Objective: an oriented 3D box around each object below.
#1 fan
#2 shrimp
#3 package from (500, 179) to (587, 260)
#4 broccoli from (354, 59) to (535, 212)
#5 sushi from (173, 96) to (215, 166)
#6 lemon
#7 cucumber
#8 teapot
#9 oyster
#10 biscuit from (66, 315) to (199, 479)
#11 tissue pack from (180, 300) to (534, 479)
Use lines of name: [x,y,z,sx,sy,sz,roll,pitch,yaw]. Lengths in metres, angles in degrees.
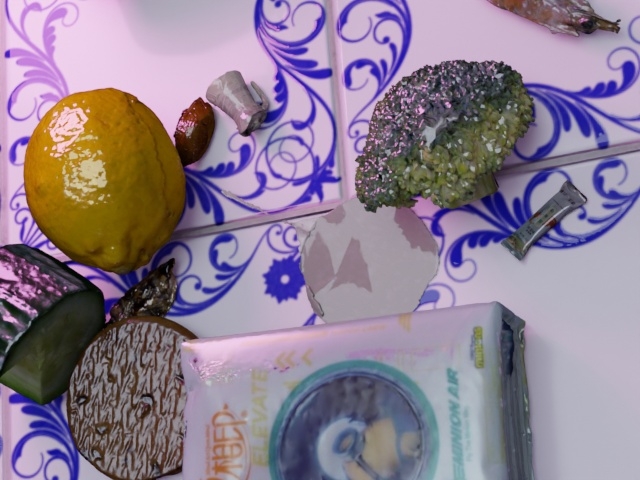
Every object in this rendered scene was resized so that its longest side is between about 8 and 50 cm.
fan: [0.000,0.000,1.790,0.310,0.010,0.182,28,87,23]
shrimp: [0.281,-0.318,1.750,0.223,0.047,0.126,33,79,28]
package: [0.262,-0.023,1.689,0.110,0.015,0.037,-44,59,4]
broccoli: [0.148,-0.124,1.683,0.198,0.226,0.176,1,94,46]
sushi: [-0.169,-0.144,1.881,0.047,0.050,0.099,15,71,31]
lemon: [-0.273,-0.077,1.820,0.204,0.204,0.260,-21,69,16]
cucumber: [-0.366,0.105,1.816,0.130,0.191,0.191,33,89,29]
teapot: [-0.102,-0.176,1.862,0.067,0.057,0.083,-29,69,-19]
oyster: [-0.233,0.080,1.853,0.086,0.029,0.132,13,84,24]
biscuit: [-0.223,0.199,1.801,0.212,0.036,0.212,-3,79,14]
tissue pack: [0.040,0.235,1.629,0.388,0.162,0.287,-8,70,20]
